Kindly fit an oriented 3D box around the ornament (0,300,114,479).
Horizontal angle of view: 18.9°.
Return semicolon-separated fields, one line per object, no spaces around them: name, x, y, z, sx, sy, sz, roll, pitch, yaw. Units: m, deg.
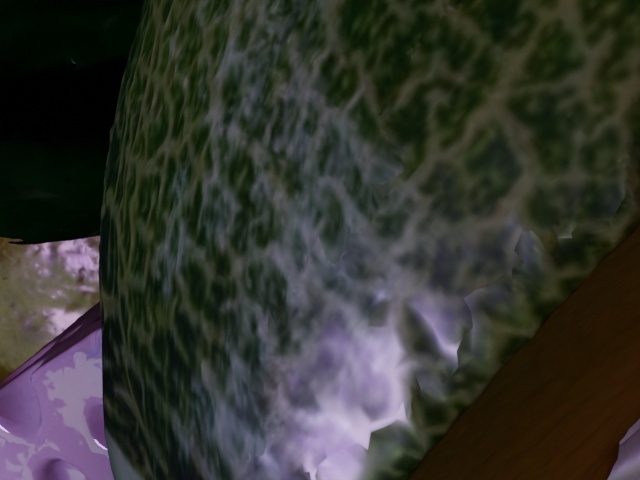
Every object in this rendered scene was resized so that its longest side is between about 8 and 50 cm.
ornament;0.001;0.100;1.003;0.239;0.240;0.239;-31;97;42

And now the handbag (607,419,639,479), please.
handbag;0.098;0.004;0.699;0.253;0.109;0.316;-16;77;59

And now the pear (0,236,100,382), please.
pear;-0.179;0.006;1.438;0.321;0.269;0.269;20;145;44

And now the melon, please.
melon;0.076;-0.066;0.451;0.331;0.343;0.226;24;151;54

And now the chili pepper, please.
chili pepper;-0.096;-0.097;0.990;0.165;0.261;0.174;-2;102;60
